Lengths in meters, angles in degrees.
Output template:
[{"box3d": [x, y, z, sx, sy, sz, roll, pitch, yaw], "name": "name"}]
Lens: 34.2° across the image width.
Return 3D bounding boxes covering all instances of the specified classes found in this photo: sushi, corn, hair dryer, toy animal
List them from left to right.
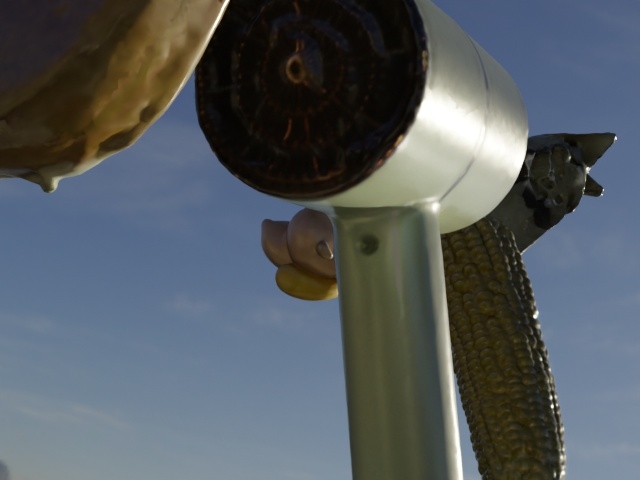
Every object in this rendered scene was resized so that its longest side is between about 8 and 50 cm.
[{"box3d": [0.000, 0.000, 0.950, 0.091, 0.082, 0.114, 3, 29, -24], "name": "toy animal"}, {"box3d": [0.041, 0.044, 0.561, 0.128, 0.362, 0.203, -8, -7, 23], "name": "hair dryer"}, {"box3d": [0.144, 0.090, 0.853, 0.086, 0.288, 0.086, -5, -38, -4], "name": "corn"}, {"box3d": [0.206, -0.062, 1.200, 0.109, 0.273, 0.134, 35, -21, 57], "name": "sushi"}]

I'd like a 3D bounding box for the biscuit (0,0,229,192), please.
[{"box3d": [-0.177, -0.096, 0.413, 0.343, 0.287, 0.057, 5, -21, 29], "name": "biscuit"}]
